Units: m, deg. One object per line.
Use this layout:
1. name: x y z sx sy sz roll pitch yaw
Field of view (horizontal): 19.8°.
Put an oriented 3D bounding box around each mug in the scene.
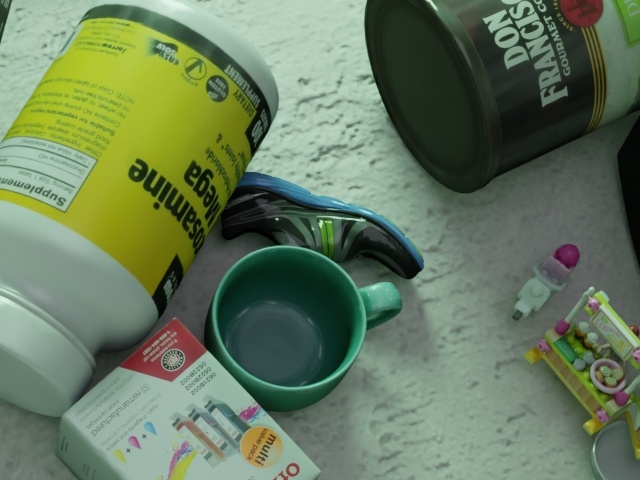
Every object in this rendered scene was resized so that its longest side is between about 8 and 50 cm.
1. mug: -0.021 0.084 1.557 0.157 0.097 0.129 17 67 -5

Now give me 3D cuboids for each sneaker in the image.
1. sneaker: 0.000 0.000 1.618 0.188 0.067 0.078 18 80 -2

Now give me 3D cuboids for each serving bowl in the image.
1. serving bowl: 0.271 0.199 1.602 0.083 0.027 0.083 11 53 -15

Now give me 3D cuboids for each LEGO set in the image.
1. LEGO set: 0.299 0.111 1.589 0.287 0.107 0.132 33 50 4

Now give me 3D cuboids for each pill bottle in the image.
1. pill bottle: -0.185 -0.030 1.521 0.188 0.188 0.334 28 67 1

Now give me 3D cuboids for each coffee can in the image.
1. coffee can: 0.206 -0.188 1.649 0.275 0.201 0.201 -25 76 -19

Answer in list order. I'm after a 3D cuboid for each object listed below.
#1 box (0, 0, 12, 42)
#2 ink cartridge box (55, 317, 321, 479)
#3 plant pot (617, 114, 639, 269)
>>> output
1. box: -0.397 -0.126 1.519 0.242 0.076 0.307 1 66 23
2. ink cartridge box: -0.109 0.181 1.487 0.176 0.127 0.128 46 68 7
3. plant pot: 0.372 -0.055 1.647 0.187 0.188 0.167 -18 67 -16
